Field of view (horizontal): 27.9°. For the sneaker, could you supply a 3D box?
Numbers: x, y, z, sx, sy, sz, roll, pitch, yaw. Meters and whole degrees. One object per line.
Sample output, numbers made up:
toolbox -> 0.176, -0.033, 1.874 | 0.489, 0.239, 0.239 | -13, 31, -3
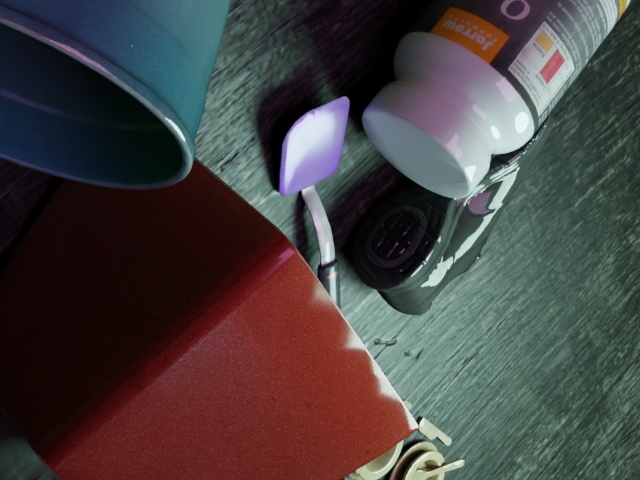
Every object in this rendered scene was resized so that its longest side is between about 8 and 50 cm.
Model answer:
sneaker -> 0.148, -0.042, 1.379 | 0.286, 0.109, 0.130 | -47, 145, -10

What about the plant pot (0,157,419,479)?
plant pot -> -0.124, 0.097, 1.050 | 0.236, 0.267, 0.267 | -42, 134, -9

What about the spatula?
spatula -> 0.000, 0.000, 1.284 | 0.084, 0.030, 0.296 | -26, 125, -34

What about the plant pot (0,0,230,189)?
plant pot -> -0.174, -0.207, 0.864 | 0.271, 0.271, 0.255 | 37, 64, -47

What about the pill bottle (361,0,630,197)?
pill bottle -> 0.173, -0.188, 1.278 | 0.278, 0.162, 0.162 | -52, 136, -16

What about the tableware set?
tableware set -> 0.093, 0.258, 1.488 | 0.194, 0.039, 0.128 | 41, 78, -47
